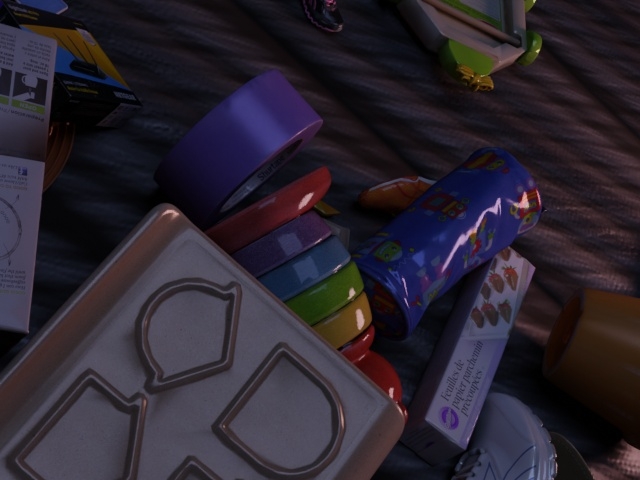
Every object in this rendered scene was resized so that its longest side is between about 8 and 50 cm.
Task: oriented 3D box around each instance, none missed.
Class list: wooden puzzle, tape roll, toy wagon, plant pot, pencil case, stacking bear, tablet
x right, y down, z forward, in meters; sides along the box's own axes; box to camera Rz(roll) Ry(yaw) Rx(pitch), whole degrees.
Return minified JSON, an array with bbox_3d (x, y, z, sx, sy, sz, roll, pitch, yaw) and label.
[{"bbox_3d":[0.000,0.000,1.396,0.079,0.014,0.116,26,50,-13],"label":"wooden puzzle"},{"bbox_3d":[-0.092,-0.101,1.277,0.080,0.189,0.189,48,46,2],"label":"tape roll"},{"bbox_3d":[0.217,-0.355,1.741,0.267,0.068,0.344,21,52,-22],"label":"toy wagon"},{"bbox_3d":[0.398,0.154,1.459,0.188,0.205,0.205,24,49,-1],"label":"plant pot"},{"bbox_3d":[0.148,0.005,1.393,0.119,0.133,0.306,28,50,32],"label":"pencil case"},{"bbox_3d":[-0.130,0.189,1.094,0.348,0.080,0.322,44,66,-9],"label":"wooden puzzle"},{"bbox_3d":[-0.010,0.090,1.235,0.289,0.175,0.164,61,19,-3],"label":"stacking bear"},{"bbox_3d":[-0.348,-0.298,1.355,0.083,0.006,0.054,46,46,-2],"label":"tablet"}]

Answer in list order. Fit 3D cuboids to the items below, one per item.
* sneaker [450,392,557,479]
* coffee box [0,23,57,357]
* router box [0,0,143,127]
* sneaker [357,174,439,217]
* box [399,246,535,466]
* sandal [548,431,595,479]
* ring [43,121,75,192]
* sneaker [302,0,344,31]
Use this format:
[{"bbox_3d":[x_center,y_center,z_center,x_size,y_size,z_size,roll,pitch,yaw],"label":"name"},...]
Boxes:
[{"bbox_3d":[0.188,0.298,1.270,0.129,0.111,0.297,19,51,-17],"label":"sneaker"},{"bbox_3d":[-0.338,-0.039,1.053,0.119,0.168,0.297,12,64,-28],"label":"coffee box"},{"bbox_3d":[-0.283,-0.191,1.244,0.133,0.046,0.179,53,14,7],"label":"router box"},{"bbox_3d":[0.128,-0.046,1.482,0.175,0.064,0.067,3,70,-30],"label":"sneaker"},{"bbox_3d":[0.186,0.132,1.402,0.063,0.067,0.324,38,46,-8],"label":"box"},{"bbox_3d":[0.316,0.341,1.366,0.240,0.088,0.079,64,17,7],"label":"sandal"},{"bbox_3d":[-0.420,-0.167,1.203,0.337,0.032,0.336,18,53,-26],"label":"ring"},{"bbox_3d":[0.000,-0.350,1.595,0.047,0.057,0.119,-24,78,-44],"label":"sneaker"}]
